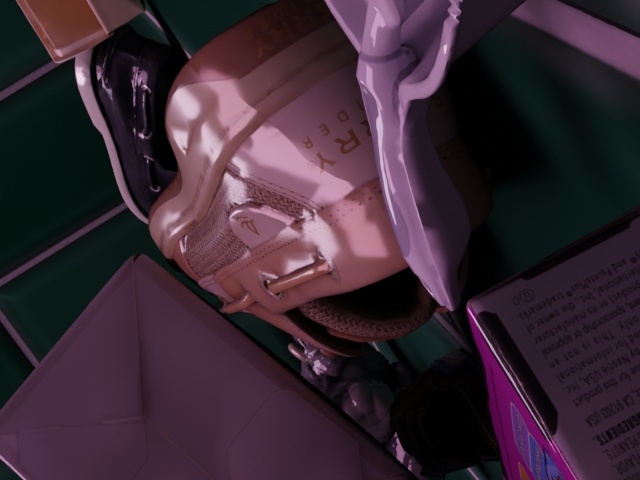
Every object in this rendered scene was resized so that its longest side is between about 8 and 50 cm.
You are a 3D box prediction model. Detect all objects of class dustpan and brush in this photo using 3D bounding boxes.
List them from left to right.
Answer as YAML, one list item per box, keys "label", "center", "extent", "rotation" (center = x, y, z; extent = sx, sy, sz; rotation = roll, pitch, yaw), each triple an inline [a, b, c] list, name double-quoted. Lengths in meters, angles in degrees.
- label: "dustpan and brush"
  center: [0.018, -0.068, 0.352]
  extent: [0.211, 0.060, 0.147]
  rotation: [62, 174, -36]

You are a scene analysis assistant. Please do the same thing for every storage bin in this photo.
- label: "storage bin"
  center: [-0.312, -0.354, 1.442]
  extent: [0.260, 0.123, 0.262]
  rotation: [52, 172, 50]

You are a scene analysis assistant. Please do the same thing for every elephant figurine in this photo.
- label: "elephant figurine"
  center: [0.033, 0.150, 1.216]
  extent: [0.169, 0.186, 0.239]
  rotation: [16, -166, -8]

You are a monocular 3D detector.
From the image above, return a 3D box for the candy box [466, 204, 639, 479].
- label: "candy box"
  center: [0.126, 0.119, 0.333]
  extent: [0.233, 0.071, 0.159]
  rotation: [61, 177, 27]

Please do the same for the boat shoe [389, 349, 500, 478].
- label: "boat shoe"
  center: [0.078, 0.106, 0.802]
  extent: [0.066, 0.066, 0.183]
  rotation: [57, 175, 2]

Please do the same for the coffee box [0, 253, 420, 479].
- label: "coffee box"
  center: [-0.029, 0.133, 0.747]
  extent: [0.168, 0.119, 0.297]
  rotation: [38, 174, 18]

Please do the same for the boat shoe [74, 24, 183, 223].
- label: "boat shoe"
  center: [-0.167, -0.117, 1.587]
  extent: [0.113, 0.127, 0.340]
  rotation: [9, 144, 20]

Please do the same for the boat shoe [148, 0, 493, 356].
- label: "boat shoe"
  center: [0.000, 0.000, 0.603]
  extent: [0.110, 0.122, 0.341]
  rotation: [58, 174, 8]
